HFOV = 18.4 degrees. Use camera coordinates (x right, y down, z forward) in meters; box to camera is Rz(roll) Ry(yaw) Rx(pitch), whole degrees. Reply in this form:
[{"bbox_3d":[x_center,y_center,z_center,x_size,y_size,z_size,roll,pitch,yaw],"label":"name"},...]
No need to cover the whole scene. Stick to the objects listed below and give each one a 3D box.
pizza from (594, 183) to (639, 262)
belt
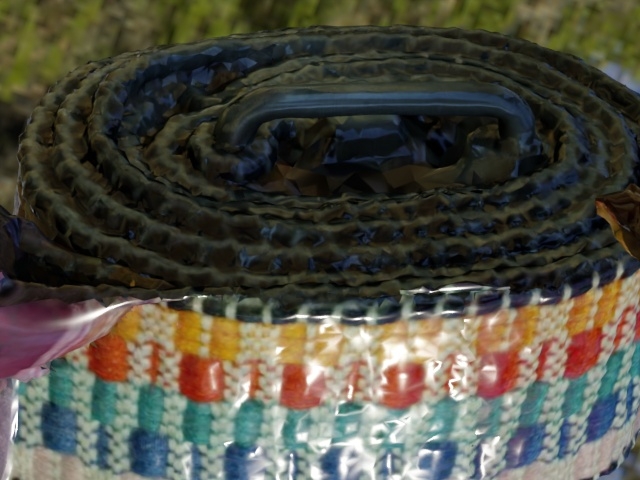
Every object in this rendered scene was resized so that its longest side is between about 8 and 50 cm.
[{"bbox_3d":[0.140,0.030,0.522,0.154,0.194,0.069,-31,-172,5],"label":"pizza"},{"bbox_3d":[0.000,0.000,0.798,0.206,0.295,0.160,-101,-167,-53],"label":"belt"}]
